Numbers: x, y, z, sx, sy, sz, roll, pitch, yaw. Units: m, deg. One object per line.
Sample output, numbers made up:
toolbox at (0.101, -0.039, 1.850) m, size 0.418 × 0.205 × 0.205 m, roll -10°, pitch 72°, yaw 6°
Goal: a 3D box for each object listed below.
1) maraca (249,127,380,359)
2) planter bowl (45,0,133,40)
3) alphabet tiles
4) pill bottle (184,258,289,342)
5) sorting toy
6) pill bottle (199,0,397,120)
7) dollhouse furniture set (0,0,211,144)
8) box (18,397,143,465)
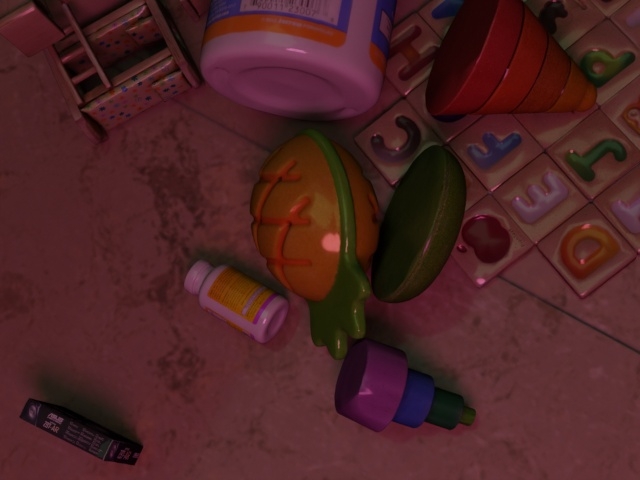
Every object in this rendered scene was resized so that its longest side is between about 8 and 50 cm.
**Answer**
maraca at (0.000, 0.000, 0.857) m, size 0.099 × 0.127 × 0.186 m, roll -5°, pitch 64°, yaw -22°
planter bowl at (-0.229, -0.276, 0.985) m, size 0.162 × 0.109 × 0.162 m, roll -3°, pitch 76°, yaw 11°
alphabet tiles at (0.211, -0.129, 0.901) m, size 0.342 × 0.011 × 0.285 m, roll -38°, pitch 71°, yaw 1°
pill bottle at (-0.070, 0.047, 0.898) m, size 0.083 × 0.043 × 0.043 m, roll 29°, pitch 83°, yaw 17°
sorting toy at (0.126, -0.018, 0.849) m, size 0.126 × 0.127 × 0.365 m, roll 20°, pitch 82°, yaw -13°
pill bottle at (-0.004, -0.251, 0.907) m, size 0.152 × 0.152 × 0.272 m, roll 6°, pitch 76°, yaw 14°
dollhouse furniture set at (-0.154, -0.183, 0.916) m, size 0.182 × 0.161 × 0.101 m, roll -29°, pitch 71°, yaw 5°
box at (-0.194, 0.156, 0.884) m, size 0.083 × 0.067 × 0.018 m, roll 22°, pitch 81°, yaw 18°
